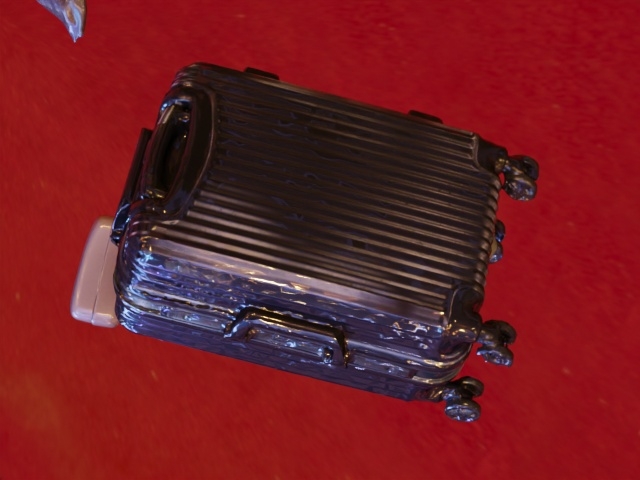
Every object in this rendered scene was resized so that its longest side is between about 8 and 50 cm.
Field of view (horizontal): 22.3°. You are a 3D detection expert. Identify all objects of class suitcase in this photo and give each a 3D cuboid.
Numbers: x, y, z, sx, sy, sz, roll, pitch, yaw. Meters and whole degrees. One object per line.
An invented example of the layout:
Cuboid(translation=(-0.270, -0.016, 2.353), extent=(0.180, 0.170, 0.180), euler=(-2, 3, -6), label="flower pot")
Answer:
Cuboid(translation=(0.000, 0.000, 0.506), extent=(0.126, 0.059, 0.086), euler=(15, 56, -4), label="suitcase")

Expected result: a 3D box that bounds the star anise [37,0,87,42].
Cuboid(translation=(-0.135, -0.148, 0.748), extent=(0.141, 0.141, 0.042), euler=(11, 135, -13), label="star anise")

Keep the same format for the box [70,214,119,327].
Cuboid(translation=(-0.094, 0.012, 0.728), extent=(0.025, 0.115, 0.048), euler=(11, 91, -4), label="box")
